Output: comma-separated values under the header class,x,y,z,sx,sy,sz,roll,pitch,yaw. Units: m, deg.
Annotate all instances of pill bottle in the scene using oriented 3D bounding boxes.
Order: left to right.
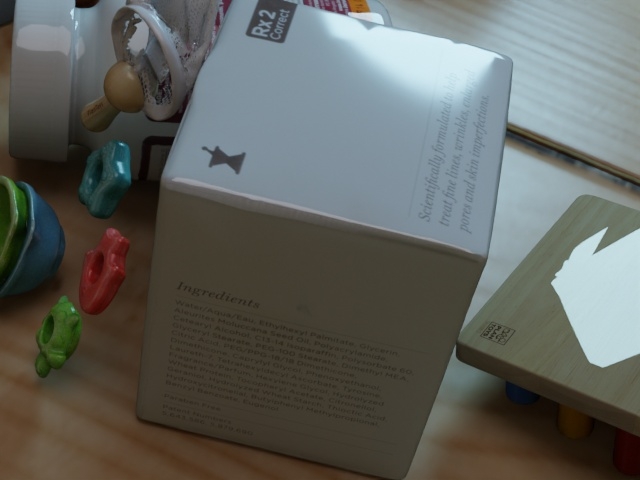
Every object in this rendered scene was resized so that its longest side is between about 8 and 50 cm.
class,x,y,z,sx,sy,sz,roll,pitch,yaw
pill bottle,-0.073,-0.094,0.801,0.221,0.121,0.121,3,47,-11

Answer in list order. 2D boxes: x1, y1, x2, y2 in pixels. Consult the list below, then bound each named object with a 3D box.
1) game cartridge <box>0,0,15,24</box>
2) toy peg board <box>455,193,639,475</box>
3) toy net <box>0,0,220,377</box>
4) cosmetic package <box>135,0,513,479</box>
class,x,y,z,sx,sy,sz,roll,pitch,yaw
game cartridge,-0.215,-0.220,0.833,0.297,0.198,0.062,-29,59,-34
toy peg board,0.185,0.068,0.755,0.161,0.079,0.161,21,44,28
toy net,-0.116,-0.046,0.683,0.045,0.232,0.122,18,26,-32
cosmetic package,0.000,0.000,0.686,0.152,0.183,0.151,14,47,0
